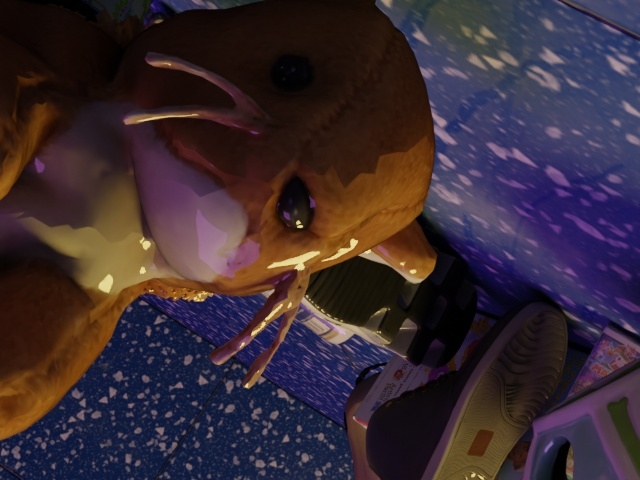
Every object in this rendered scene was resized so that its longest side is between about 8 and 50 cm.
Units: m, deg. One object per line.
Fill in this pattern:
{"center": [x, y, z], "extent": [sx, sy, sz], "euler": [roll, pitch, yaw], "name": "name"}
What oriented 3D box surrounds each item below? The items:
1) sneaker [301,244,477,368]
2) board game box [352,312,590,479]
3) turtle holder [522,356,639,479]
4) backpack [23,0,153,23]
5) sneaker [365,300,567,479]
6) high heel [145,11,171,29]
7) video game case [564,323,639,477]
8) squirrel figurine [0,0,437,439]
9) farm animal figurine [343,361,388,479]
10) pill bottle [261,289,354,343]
{"center": [0.000, 0.000, 1.099], "extent": [0.146, 0.122, 0.330], "euler": [25, 166, 33], "name": "sneaker"}
{"center": [0.185, 0.172, 1.245], "extent": [0.142, 0.144, 0.275], "euler": [40, 169, -33], "name": "board game box"}
{"center": [0.247, 0.188, 0.921], "extent": [0.227, 0.243, 0.320], "euler": [60, -179, 8], "name": "turtle holder"}
{"center": [-0.156, -0.170, 0.911], "extent": [0.105, 0.084, 0.114], "euler": [32, 166, -13], "name": "backpack"}
{"center": [0.108, 0.128, 1.148], "extent": [0.083, 0.222, 0.118], "euler": [21, -166, -35], "name": "sneaker"}
{"center": [-0.111, -0.107, 1.141], "extent": [0.186, 0.093, 0.261], "euler": [-112, 4, -49], "name": "high heel"}
{"center": [0.227, 0.136, 1.059], "extent": [0.087, 0.122, 0.011], "euler": [31, -157, 17], "name": "video game case"}
{"center": [-0.126, -0.051, 0.748], "extent": [0.397, 0.370, 0.281], "euler": [-76, -28, -75], "name": "squirrel figurine"}
{"center": [0.067, 0.283, 1.462], "extent": [0.172, 0.326, 0.330], "euler": [-6, 163, 37], "name": "farm animal figurine"}
{"center": [-0.025, 0.014, 1.314], "extent": [0.169, 0.094, 0.094], "euler": [37, 169, -13], "name": "pill bottle"}
